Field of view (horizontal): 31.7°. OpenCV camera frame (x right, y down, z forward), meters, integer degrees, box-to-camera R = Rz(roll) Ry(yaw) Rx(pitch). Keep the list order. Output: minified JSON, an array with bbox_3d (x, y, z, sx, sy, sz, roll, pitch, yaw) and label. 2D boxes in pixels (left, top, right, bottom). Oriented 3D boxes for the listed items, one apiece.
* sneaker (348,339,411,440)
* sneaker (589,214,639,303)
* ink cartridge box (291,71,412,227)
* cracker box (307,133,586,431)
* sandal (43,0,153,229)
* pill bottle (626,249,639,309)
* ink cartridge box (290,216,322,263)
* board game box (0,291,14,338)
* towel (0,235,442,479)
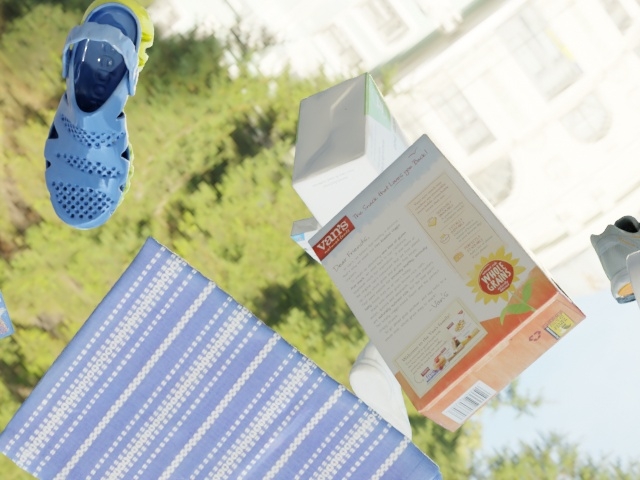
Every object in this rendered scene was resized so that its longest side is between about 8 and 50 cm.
[{"bbox_3d":[0.100,0.233,1.697,0.080,0.212,0.094,2,-138,18],"label":"sneaker"},{"bbox_3d":[0.493,0.013,1.664,0.262,0.121,0.099,-3,150,-49],"label":"sneaker"},{"bbox_3d":[0.100,-0.039,1.632,0.119,0.353,0.207,-21,-143,21],"label":"ink cartridge box"},{"bbox_3d":[0.106,0.033,1.016,0.156,0.067,0.232,-42,-132,11],"label":"cracker box"},{"bbox_3d":[-0.303,-0.169,1.489,0.138,0.126,0.317,-95,-167,-81],"label":"sandal"},{"bbox_3d":[0.519,0.031,1.366,0.265,0.153,0.153,-22,-161,21],"label":"pill bottle"},{"bbox_3d":[0.000,0.000,1.654,0.048,0.083,0.028,-13,-129,32],"label":"ink cartridge box"},{"bbox_3d":[-0.511,0.055,1.699,0.035,0.136,0.201,-23,160,-17],"label":"board game box"},{"bbox_3d":[-0.091,0.192,0.991,0.243,0.336,0.040,-51,-179,7],"label":"towel"}]
